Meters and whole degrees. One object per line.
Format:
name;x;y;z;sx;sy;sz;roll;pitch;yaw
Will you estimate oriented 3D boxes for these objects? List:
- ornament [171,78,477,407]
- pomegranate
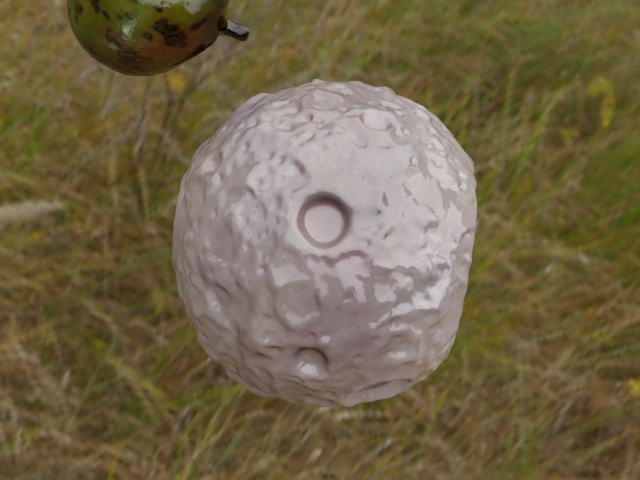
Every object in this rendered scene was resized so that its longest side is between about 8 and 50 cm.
ornament;0.000;0.000;1.297;0.225;0.259;0.259;7;48;-2
pomegranate;-0.173;-0.221;1.437;0.220;0.156;0.156;4;51;-40
